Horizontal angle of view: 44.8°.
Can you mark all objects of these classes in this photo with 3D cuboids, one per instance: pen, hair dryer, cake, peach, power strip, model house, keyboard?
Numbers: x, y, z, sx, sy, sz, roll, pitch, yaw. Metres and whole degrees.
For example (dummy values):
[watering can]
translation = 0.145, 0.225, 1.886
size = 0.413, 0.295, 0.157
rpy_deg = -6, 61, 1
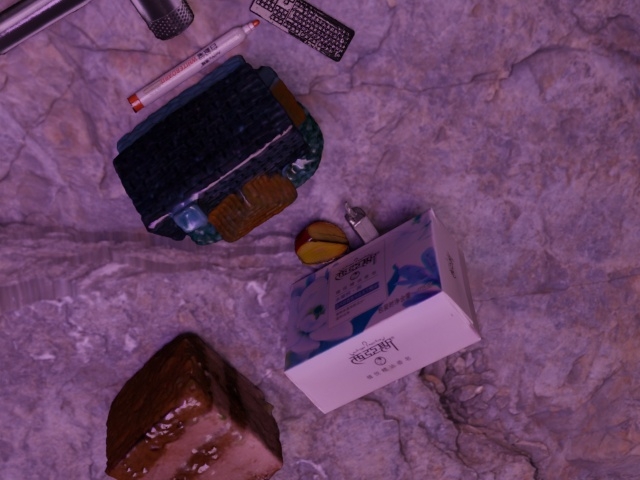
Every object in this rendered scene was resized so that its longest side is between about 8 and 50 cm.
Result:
[pen]
translation = -0.176, -0.248, 1.093
size = 0.218, 0.026, 0.026
rpy_deg = -33, 117, 0
[hair dryer]
translation = -0.338, -0.352, 0.942
size = 0.284, 0.156, 0.320
rpy_deg = -31, 125, -12
[cake]
translation = -0.175, 0.319, 1.237
size = 0.199, 0.196, 0.293
rpy_deg = -45, 115, 4
[peach]
translation = 0.000, 0.000, 1.230
size = 0.083, 0.050, 0.077
rpy_deg = -20, 140, 4
[power strip]
translation = 0.089, 0.008, 1.260
size = 0.030, 0.047, 0.191
rpy_deg = -37, 117, -2
[model house]
translation = -0.112, -0.096, 1.058
size = 0.261, 0.241, 0.226
rpy_deg = -37, 114, 2
[keyboard]
translation = -0.025, -0.314, 1.114
size = 0.155, 0.010, 0.053
rpy_deg = 24, 105, -23

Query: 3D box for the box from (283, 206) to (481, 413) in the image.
[box]
translation = 0.087, 0.105, 1.172
size = 0.274, 0.203, 0.116
rpy_deg = -30, 119, 22
